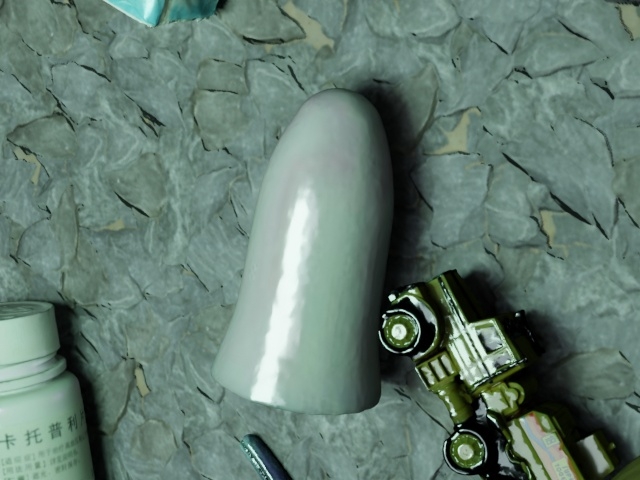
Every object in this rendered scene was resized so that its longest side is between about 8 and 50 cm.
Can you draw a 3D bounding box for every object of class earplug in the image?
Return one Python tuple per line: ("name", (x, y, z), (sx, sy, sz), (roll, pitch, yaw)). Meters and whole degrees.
("earplug", (0.000, 0.000, 1.483), (0.172, 0.172, 0.301), (16, 103, 29))

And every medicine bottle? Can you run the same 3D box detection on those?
("medicine bottle", (-0.353, 0.222, 1.751), (0.170, 0.170, 0.292), (-1, 100, 34))

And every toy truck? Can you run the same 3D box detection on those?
("toy truck", (0.162, 0.141, 1.426), (0.127, 0.127, 0.257), (-37, 80, 19))

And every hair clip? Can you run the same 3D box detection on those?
("hair clip", (-0.017, 0.334, 1.641), (0.083, 0.048, 0.275), (-24, 83, 38))

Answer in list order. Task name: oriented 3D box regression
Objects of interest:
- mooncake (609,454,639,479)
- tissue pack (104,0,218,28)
("mooncake", (0.350, 0.382, 1.291), (0.394, 0.246, 0.393), (38, 126, 24))
("tissue pack", (-0.168, -0.373, 1.508), (0.201, 0.124, 0.271), (31, 118, 23))
